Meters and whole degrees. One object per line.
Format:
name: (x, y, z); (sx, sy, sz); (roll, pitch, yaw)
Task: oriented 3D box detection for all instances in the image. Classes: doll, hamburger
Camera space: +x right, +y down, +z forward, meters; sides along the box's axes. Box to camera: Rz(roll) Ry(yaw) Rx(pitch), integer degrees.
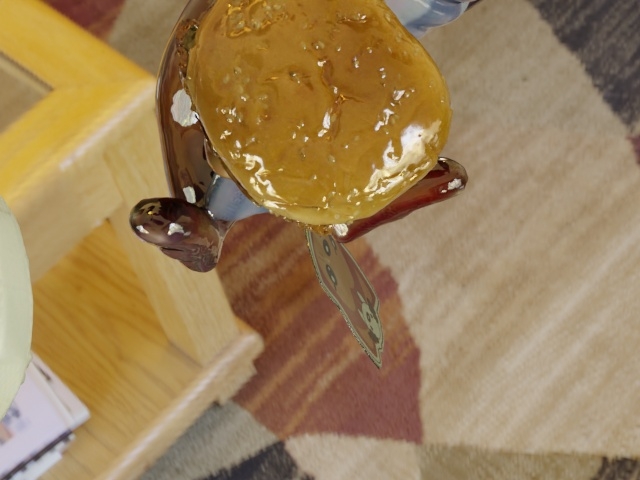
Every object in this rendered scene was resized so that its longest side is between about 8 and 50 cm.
doll: (0.041, -0.139, 0.660); (0.209, 0.340, 0.318); (38, 38, 0)
hamburger: (-0.002, -0.046, 0.363); (0.076, 0.044, 0.083); (-43, 95, -14)

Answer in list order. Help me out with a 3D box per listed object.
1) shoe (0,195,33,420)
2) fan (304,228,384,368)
shoe: (-0.275, 0.033, 0.340); (0.363, 0.160, 0.131); (-8, 79, 20)
fan: (0.000, 0.000, 0.951); (0.009, 0.220, 0.132); (-26, 24, 13)
